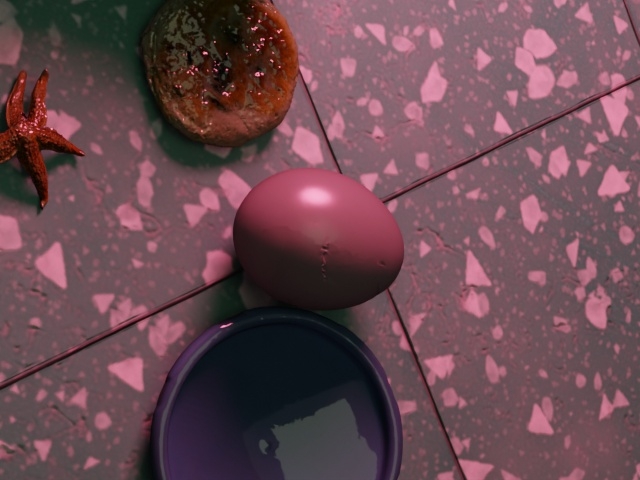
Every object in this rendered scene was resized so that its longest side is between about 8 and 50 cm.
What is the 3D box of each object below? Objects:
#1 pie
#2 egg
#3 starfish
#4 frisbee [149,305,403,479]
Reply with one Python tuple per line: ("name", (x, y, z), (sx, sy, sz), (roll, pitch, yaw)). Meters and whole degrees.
("pie", (-0.103, -0.188, 1.726), (0.186, 0.041, 0.187), (4, 82, -31))
("egg", (0.000, 0.000, 1.700), (0.198, 0.146, 0.146), (14, 76, -32))
("starfish", (-0.295, -0.092, 1.594), (0.130, 0.041, 0.133), (-29, 99, -30))
("frisbee", (-0.048, 0.212, 1.699), (0.289, 0.049, 0.290), (3, 83, -26))
